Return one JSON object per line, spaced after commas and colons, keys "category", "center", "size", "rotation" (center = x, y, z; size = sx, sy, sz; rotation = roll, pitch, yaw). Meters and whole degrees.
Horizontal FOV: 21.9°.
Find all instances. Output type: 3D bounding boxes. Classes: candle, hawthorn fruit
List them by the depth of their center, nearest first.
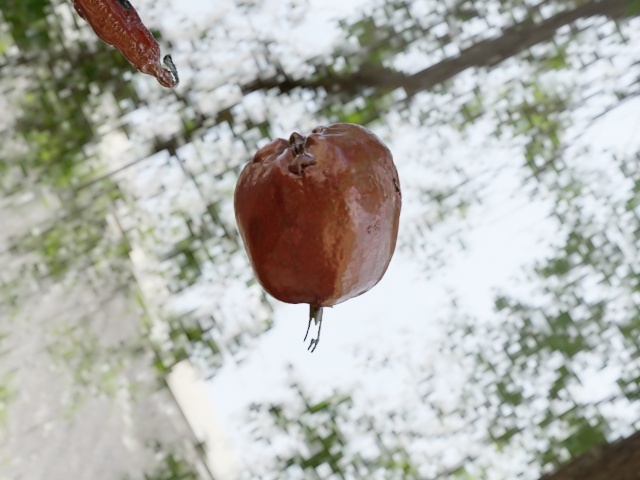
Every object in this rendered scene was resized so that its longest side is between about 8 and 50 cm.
{"category": "candle", "center": [-0.205, -0.219, 1.719], "size": [0.162, 0.053, 0.048], "rotation": [50, 6, -14]}
{"category": "hawthorn fruit", "center": [0.000, 0.000, 2.078], "size": [0.211, 0.211, 0.299], "rotation": [22, -62, 54]}
